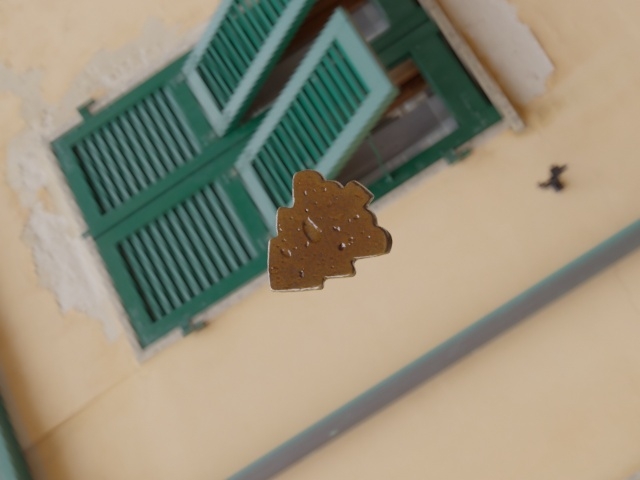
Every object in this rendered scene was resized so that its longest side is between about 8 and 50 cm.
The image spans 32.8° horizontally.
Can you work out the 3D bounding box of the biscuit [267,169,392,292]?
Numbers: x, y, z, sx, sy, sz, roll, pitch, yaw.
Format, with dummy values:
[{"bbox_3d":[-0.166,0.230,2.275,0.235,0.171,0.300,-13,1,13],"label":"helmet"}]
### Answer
[{"bbox_3d":[0.000,0.000,0.714,0.082,0.092,0.016,38,180,12],"label":"biscuit"}]
